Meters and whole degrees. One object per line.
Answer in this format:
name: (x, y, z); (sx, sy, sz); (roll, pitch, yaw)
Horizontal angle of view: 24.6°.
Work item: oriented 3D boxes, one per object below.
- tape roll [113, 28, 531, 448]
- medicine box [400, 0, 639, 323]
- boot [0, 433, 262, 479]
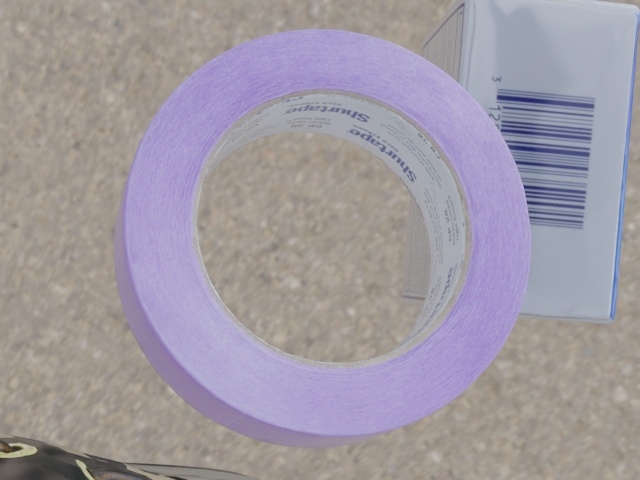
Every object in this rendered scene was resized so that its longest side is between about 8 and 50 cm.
tape roll: (0.000, 0.000, 0.997); (0.275, 0.090, 0.275); (3, 76, -12)
medicine box: (0.167, -0.064, 1.307); (0.149, 0.289, 0.263); (5, 88, -3)
boot: (-0.040, 0.145, 0.381); (0.377, 0.284, 0.138); (33, 87, -30)
